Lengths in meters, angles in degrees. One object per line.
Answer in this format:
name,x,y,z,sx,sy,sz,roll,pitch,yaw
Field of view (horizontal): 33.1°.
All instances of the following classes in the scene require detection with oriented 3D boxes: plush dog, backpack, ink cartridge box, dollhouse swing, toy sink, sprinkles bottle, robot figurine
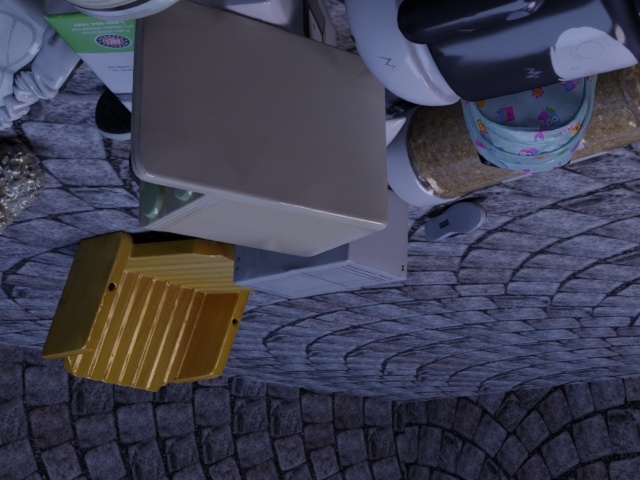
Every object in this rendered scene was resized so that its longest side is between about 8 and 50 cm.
plush dog,-0.536,-0.070,1.426,0.262,0.210,0.225,-6,139,27
backpack,0.186,-0.155,0.991,0.152,0.182,0.115,-1,164,14
ink cartridge box,-0.104,-0.197,0.998,0.198,0.114,0.273,-2,164,11
dollhouse swing,-0.243,0.149,1.965,0.305,0.315,0.347,15,175,40
toy sink,-0.074,-0.086,0.899,0.234,0.152,0.131,10,161,-35
sprinkles bottle,0.226,-0.131,1.186,0.121,0.121,0.355,15,159,-39
robot figurine,0.154,-0.205,0.837,0.278,0.173,0.209,-10,159,28

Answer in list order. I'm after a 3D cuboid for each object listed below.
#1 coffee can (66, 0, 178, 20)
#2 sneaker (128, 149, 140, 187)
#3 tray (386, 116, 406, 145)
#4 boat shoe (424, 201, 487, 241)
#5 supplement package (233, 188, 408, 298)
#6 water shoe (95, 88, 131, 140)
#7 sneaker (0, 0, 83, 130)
coffee can,-0.180,-0.269,0.598,0.201,0.201,0.275,-8,161,31
sneaker,-0.087,-0.115,1.355,0.281,0.106,0.162,2,160,-33
tray,0.006,-0.085,1.201,0.145,0.030,0.270,-9,174,-7
boat shoe,0.217,-0.032,1.685,0.040,0.049,0.142,-11,174,-32
supplement package,0.000,0.000,1.647,0.244,0.133,0.139,-12,159,42
water shoe,-0.172,-0.151,1.252,0.203,0.073,0.080,-8,164,32
sneaker,-0.319,-0.195,1.099,0.118,0.110,0.292,37,156,-21
